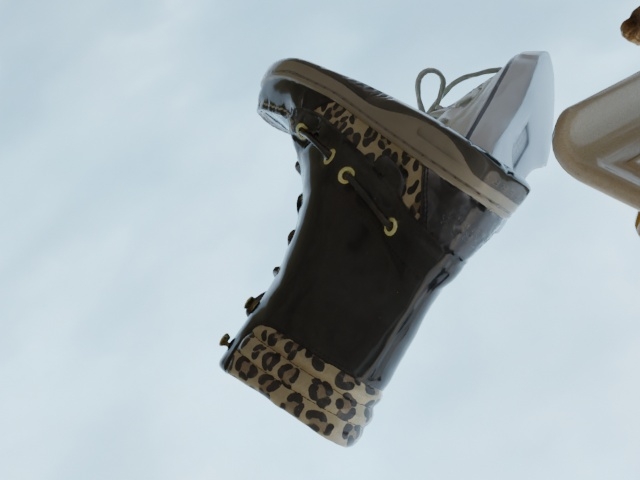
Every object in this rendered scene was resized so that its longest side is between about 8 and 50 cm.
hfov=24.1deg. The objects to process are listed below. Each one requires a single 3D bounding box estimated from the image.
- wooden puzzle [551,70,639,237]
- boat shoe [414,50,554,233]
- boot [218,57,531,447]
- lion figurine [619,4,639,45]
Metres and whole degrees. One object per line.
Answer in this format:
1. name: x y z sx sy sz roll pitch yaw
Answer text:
1. wooden puzzle: 0.386 -0.024 1.161 0.348 0.080 0.322 34 -142 25
2. boat shoe: 0.148 -0.107 1.594 0.156 0.136 0.367 3 -152 20
3. boot: 0.000 0.000 1.376 0.377 0.138 0.284 31 -88 51
4. lion figurine: 0.448 -0.328 1.639 0.392 0.142 0.240 -18 160 -32
